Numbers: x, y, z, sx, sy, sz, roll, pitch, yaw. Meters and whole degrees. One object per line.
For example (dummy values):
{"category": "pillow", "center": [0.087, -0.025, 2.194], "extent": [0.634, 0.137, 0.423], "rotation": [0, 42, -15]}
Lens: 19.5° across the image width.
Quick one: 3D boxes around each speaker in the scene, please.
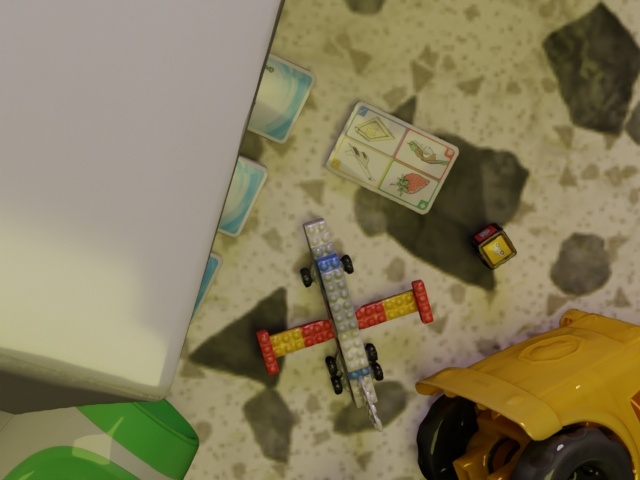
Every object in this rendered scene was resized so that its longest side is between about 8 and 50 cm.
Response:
{"category": "speaker", "center": [-0.207, 0.199, 1.120], "extent": [0.131, 0.131, 0.296], "rotation": [41, 90, -17]}

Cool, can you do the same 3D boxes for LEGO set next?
{"category": "LEGO set", "center": [0.000, 0.000, 1.164], "extent": [0.244, 0.060, 0.182], "rotation": [25, 99, -17]}

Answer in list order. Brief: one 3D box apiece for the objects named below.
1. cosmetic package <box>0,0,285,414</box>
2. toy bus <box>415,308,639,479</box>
{"category": "cosmetic package", "center": [-0.219, -0.118, 0.875], "extent": [0.329, 0.394, 0.327], "rotation": [18, 79, -15]}
{"category": "toy bus", "center": [0.194, 0.151, 1.207], "extent": [0.211, 0.149, 0.220], "rotation": [-29, 109, -23]}
